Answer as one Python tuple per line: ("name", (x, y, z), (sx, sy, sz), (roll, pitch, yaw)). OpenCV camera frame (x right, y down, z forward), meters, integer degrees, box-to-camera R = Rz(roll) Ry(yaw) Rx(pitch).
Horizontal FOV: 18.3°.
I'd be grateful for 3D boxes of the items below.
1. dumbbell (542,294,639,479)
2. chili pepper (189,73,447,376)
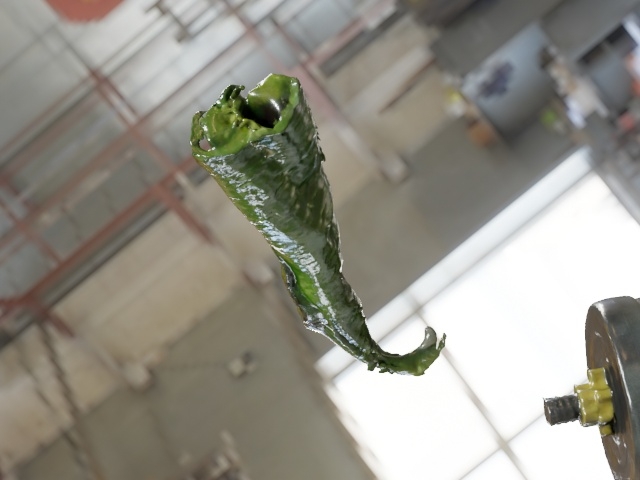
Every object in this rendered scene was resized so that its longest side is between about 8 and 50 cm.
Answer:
("dumbbell", (0.388, 0.117, 1.756), (0.185, 0.388, 0.185), (170, 90, -86))
("chili pepper", (0.000, 0.000, 1.397), (0.076, 0.085, 0.359), (51, 176, 34))
